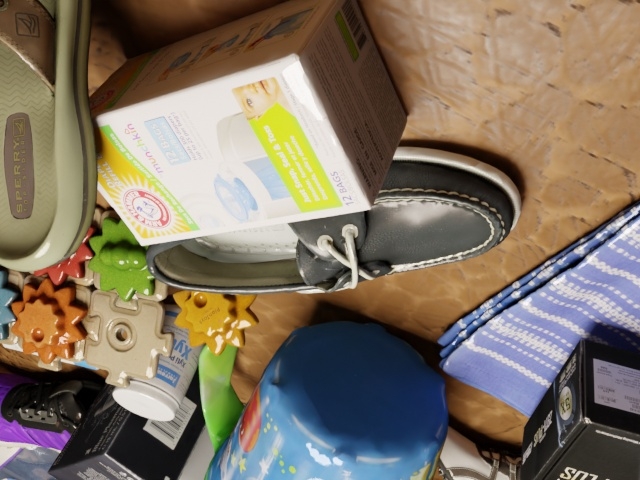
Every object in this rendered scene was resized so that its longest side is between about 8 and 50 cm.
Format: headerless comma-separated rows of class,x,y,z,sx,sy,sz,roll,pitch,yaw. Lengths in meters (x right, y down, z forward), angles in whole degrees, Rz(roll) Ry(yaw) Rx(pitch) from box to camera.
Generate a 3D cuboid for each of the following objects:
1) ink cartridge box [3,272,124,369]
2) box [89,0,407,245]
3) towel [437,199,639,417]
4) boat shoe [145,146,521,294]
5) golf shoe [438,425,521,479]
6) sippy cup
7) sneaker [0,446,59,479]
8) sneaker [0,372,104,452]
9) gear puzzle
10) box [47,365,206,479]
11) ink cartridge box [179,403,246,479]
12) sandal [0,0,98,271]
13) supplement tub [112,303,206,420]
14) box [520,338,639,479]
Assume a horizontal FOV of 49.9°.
ink cartridge box,-0.280,0.081,0.754,0.123,0.088,0.052,9,136,16
box,-0.060,-0.080,0.480,0.203,0.103,0.114,-8,128,30
towel,0.278,0.081,0.538,0.243,0.040,0.336,32,137,-10
boat shoe,0.000,0.000,0.542,0.303,0.091,0.114,-5,130,29
golf shoe,0.191,0.247,0.734,0.094,0.077,0.198,-44,94,11
sippy cup,0.012,0.206,0.664,0.306,0.240,0.224,15,127,-3
sneaker,-0.443,0.401,1.121,0.236,0.130,0.323,42,130,-13
sneaker,-0.359,0.229,0.942,0.294,0.102,0.146,21,134,-3
gear puzzle,-0.221,0.053,0.661,0.339,0.044,0.175,10,96,15
box,-0.218,0.224,0.820,0.093,0.156,0.158,43,135,-19
ink cartridge box,-0.138,0.300,0.882,0.072,0.127,0.175,21,138,6
sandal,-0.206,-0.129,0.424,0.120,0.086,0.302,-7,91,32
supplement tub,-0.166,0.128,0.731,0.071,0.107,0.071,12,144,9
box,0.272,0.171,0.555,0.180,0.077,0.147,15,138,5
